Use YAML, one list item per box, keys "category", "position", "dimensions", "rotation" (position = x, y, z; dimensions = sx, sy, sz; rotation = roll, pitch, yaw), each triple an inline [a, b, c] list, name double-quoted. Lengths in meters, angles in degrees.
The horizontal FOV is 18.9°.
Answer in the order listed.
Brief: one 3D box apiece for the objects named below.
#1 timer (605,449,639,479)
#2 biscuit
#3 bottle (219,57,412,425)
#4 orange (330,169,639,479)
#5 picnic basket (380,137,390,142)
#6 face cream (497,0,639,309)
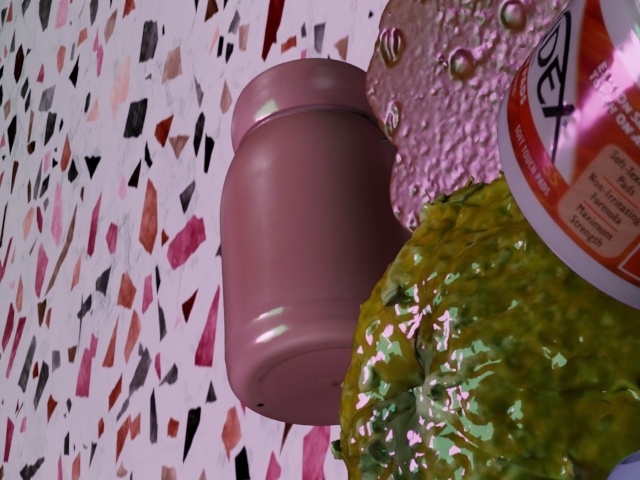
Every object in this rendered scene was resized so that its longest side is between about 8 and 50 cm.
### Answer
- category: "timer"
  position: [0.254, 0.203, 1.019]
  dimensions: [0.175, 0.255, 0.175]
  rotation: [-44, 6, 6]
- category: "biscuit"
  position: [0.118, -0.137, 1.421]
  dimensions: [0.208, 0.041, 0.290]
  rotation: [17, 98, 47]
- category: "bottle"
  position: [0.000, 0.000, 1.621]
  dimensions: [0.206, 0.173, 0.296]
  rotation: [72, -171, -58]
- category: "orange"
  position: [0.129, 0.094, 1.213]
  dimensions: [0.300, 0.223, 0.301]
  rotation: [10, 90, 61]
- category: "picnic basket"
  position: [0.097, -0.066, 1.517]
  dimensions: [0.065, 0.083, 0.083]
  rotation: [55, 135, 51]
- category: "face cream"
  position: [0.225, -0.081, 1.076]
  dimensions: [0.187, 0.201, 0.201]
  rotation: [125, 146, -46]
